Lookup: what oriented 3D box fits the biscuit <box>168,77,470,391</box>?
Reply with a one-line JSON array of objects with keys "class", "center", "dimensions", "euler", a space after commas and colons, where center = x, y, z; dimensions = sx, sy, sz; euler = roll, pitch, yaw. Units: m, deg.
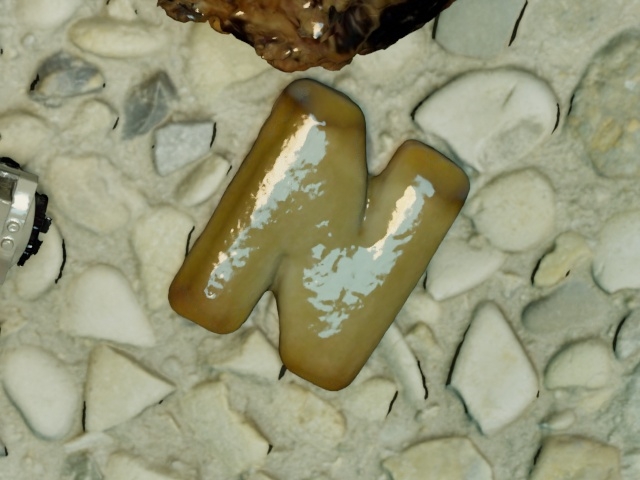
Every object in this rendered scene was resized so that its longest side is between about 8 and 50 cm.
[{"class": "biscuit", "center": [0.000, 0.000, 1.364], "dimensions": [0.236, 0.062, 0.291], "euler": [31, 99, -16]}]

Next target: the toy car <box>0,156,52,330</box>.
[{"class": "toy car", "center": [-0.391, 0.043, 1.283], "dimensions": [0.193, 0.118, 0.301], "euler": [19, 102, -16]}]

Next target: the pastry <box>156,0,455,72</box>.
[{"class": "pastry", "center": [0.034, -0.341, 1.156], "dimensions": [0.337, 0.292, 0.405], "euler": [25, 92, 3]}]
